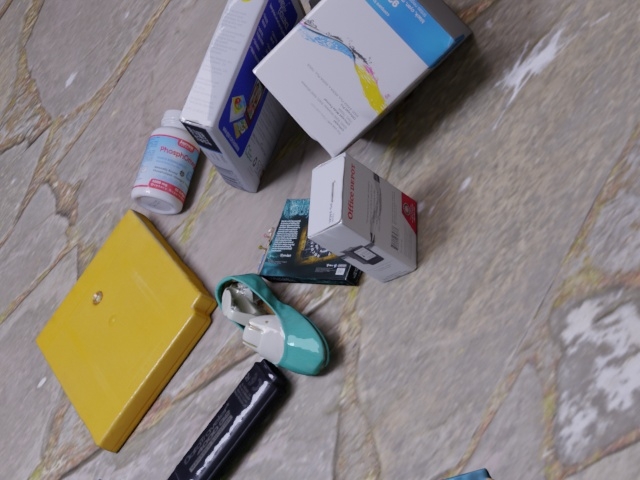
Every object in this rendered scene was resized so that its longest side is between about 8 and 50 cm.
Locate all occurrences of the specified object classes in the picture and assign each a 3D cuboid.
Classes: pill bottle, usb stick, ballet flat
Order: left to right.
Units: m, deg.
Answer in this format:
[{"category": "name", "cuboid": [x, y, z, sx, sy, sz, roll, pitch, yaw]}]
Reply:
[{"category": "pill bottle", "cuboid": [-0.247, -0.129, 2.219, 0.087, 0.087, 0.160, -6, 62, 46]}, {"category": "usb stick", "cuboid": [-0.143, 0.286, 1.858, 0.278, 0.045, 0.077, -54, 31, 7]}, {"category": "ballet flat", "cuboid": [-0.079, 0.117, 1.859, 0.247, 0.087, 0.083, 40, 125, 53]}]

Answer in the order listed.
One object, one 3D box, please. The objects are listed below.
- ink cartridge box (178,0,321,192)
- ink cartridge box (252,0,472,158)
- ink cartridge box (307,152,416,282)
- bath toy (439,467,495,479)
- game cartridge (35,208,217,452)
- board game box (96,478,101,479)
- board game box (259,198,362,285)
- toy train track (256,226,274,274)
[{"category": "ink cartridge box", "cuboid": [-0.090, -0.256, 1.979, 0.072, 0.303, 0.307, 17, 78, 14]}, {"category": "ink cartridge box", "cuboid": [0.058, -0.257, 1.847, 0.233, 0.168, 0.171, -43, 0, 19]}, {"category": "ink cartridge box", "cuboid": [0.056, -0.028, 1.760, 0.063, 0.150, 0.109, -24, 49, 37]}, {"category": "bath toy", "cuboid": [0.156, 0.412, 1.367, 0.129, 0.151, 0.348, -16, 57, 11]}, {"category": "game cartridge", "cuboid": [-0.311, 0.136, 2.148, 0.285, 0.053, 0.324, -53, 40, 7]}, {"category": "board game box", "cuboid": [-0.259, 0.432, 1.812, 0.035, 0.136, 0.201, -28, 42, -3]}, {"category": "board game box", "cuboid": [0.000, 0.000, 1.906, 0.186, 0.026, 0.126, 2, 67, 49]}, {"category": "toy train track", "cuboid": [-0.087, 0.019, 1.985, 0.048, 0.014, 0.083, -101, 30, -85]}]
